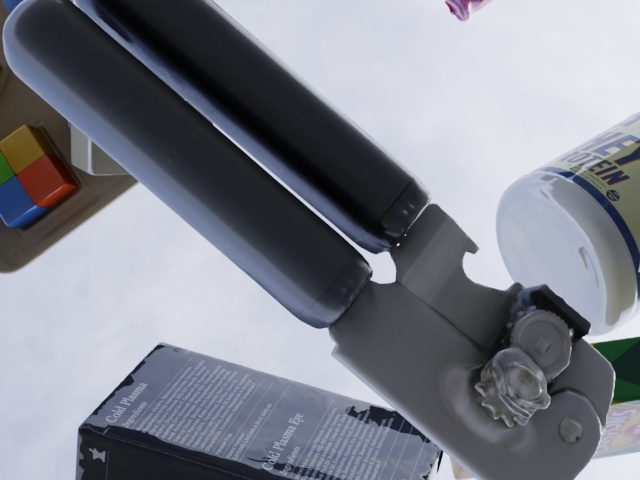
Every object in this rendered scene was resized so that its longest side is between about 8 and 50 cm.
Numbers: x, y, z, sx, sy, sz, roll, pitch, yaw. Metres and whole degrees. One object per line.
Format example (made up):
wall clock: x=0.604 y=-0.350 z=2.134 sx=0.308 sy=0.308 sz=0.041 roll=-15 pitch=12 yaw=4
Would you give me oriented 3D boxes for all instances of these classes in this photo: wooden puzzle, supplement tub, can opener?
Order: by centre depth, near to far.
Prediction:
can opener: x=0.000 y=0.000 z=0.408 sx=0.280 sy=0.093 sz=0.074 roll=42 pitch=-110 yaw=-8
wooden puzzle: x=-0.357 y=-0.179 z=1.318 sx=0.347 sy=0.080 sz=0.322 roll=-35 pitch=-98 yaw=2
supplement tub: x=0.428 y=-0.039 z=1.418 sx=0.324 sy=0.235 sz=0.235 roll=-28 pitch=-87 yaw=-24

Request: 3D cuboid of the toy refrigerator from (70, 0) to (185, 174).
toy refrigerator: x=-0.171 y=-0.198 z=0.941 sx=0.094 sy=0.102 sz=0.270 roll=-2 pitch=-80 yaw=-23

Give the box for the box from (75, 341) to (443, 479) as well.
box: x=-0.068 y=0.319 z=1.028 sx=0.312 sy=0.179 sz=0.343 roll=15 pitch=-66 yaw=11

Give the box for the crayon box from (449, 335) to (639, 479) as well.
crayon box: x=0.268 y=0.204 z=1.245 sx=0.318 sy=0.202 sz=0.081 roll=-7 pitch=-120 yaw=-5

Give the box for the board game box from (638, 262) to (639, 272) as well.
board game box: x=0.316 y=-0.012 z=0.683 sx=0.192 sy=0.305 sz=0.053 roll=16 pitch=-73 yaw=15

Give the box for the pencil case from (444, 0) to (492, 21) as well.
pencil case: x=0.257 y=-0.388 z=1.451 sx=0.209 sy=0.098 sz=0.095 roll=-33 pitch=-94 yaw=-6
